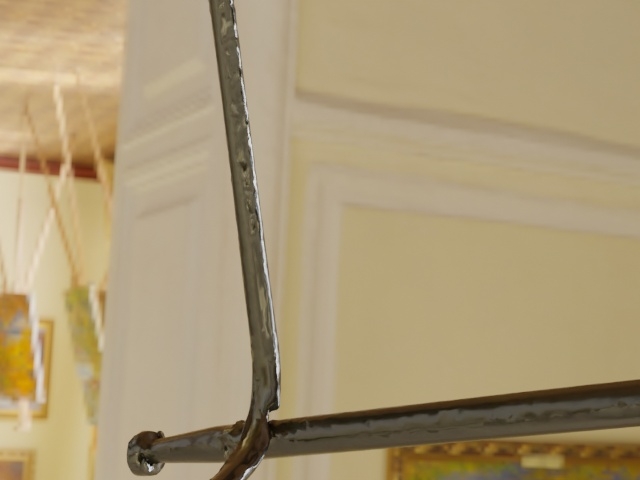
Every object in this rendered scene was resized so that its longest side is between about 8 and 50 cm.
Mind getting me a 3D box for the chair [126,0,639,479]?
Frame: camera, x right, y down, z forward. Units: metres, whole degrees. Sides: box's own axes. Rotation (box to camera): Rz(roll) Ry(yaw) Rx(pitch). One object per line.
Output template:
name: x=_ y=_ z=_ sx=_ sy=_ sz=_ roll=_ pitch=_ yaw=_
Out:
chair: x=0.000 y=0.000 z=0.501 sx=0.410 sy=0.365 sz=0.362 roll=0 pitch=-167 yaw=23
